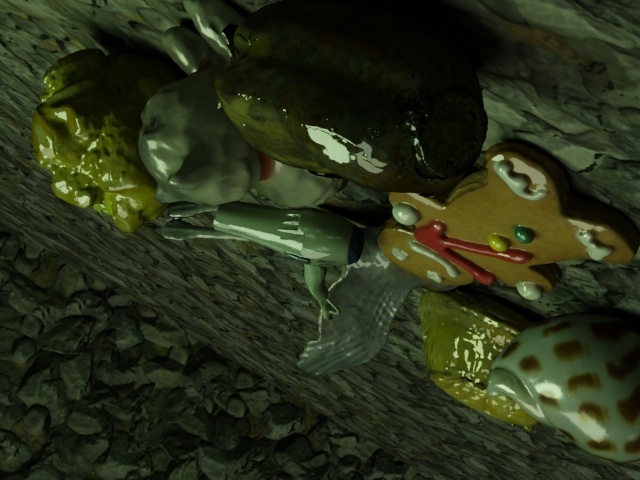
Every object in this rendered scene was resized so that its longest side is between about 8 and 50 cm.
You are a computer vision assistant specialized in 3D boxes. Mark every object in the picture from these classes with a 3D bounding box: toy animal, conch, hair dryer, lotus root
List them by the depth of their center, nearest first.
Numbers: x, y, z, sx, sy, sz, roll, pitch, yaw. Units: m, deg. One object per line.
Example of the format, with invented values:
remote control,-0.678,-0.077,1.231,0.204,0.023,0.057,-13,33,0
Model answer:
lotus root,0.029,-0.125,1.360,0.275,0.152,0.160,25,165,44
toy animal,-0.084,-0.094,1.671,0.266,0.188,0.308,23,164,-16
hair dryer,-0.043,0.018,1.782,0.167,0.067,0.199,21,150,2
conch,0.339,0.164,1.809,0.275,0.182,0.148,19,129,-9
toy animal,0.021,-0.003,1.856,0.302,0.225,0.284,-11,151,33

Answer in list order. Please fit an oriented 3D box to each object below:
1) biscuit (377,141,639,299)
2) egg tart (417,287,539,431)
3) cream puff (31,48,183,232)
biscuit,0.170,0.000,1.630,0.216,0.047,0.340,36,154,-23
egg tart,0.243,0.169,2.098,0.290,0.115,0.290,26,167,6
cream puff,-0.243,-0.129,1.813,0.195,0.195,0.221,41,-159,-41
